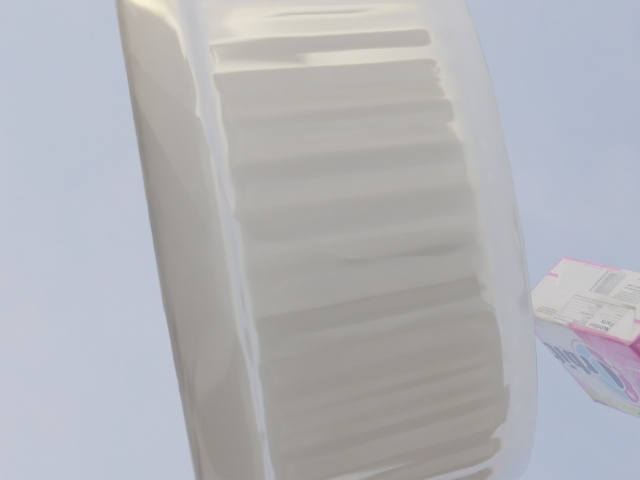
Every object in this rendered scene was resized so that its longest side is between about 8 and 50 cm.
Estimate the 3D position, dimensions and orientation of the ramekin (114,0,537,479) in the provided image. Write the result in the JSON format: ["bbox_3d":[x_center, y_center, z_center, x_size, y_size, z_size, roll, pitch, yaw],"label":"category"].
[{"bbox_3d":[0.000,0.000,0.682,0.127,0.273,0.272,-10,-82,-4],"label":"ramekin"}]

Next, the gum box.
[{"bbox_3d":[0.233,0.079,1.243,0.107,0.062,0.188,48,-11,-18],"label":"gum box"}]
